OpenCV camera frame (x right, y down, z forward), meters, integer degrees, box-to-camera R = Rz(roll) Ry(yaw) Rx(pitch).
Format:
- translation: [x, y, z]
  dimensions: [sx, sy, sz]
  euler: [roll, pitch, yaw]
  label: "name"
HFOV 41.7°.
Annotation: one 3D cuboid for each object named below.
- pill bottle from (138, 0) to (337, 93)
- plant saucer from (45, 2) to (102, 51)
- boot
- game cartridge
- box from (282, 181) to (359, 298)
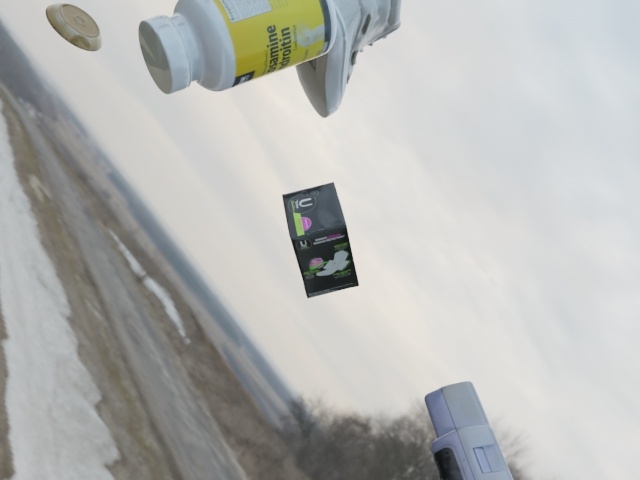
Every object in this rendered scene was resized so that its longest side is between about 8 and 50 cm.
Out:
- translation: [-0.083, -0.211, 0.848]
  dimensions: [0.103, 0.184, 0.103]
  euler: [47, -29, 37]
  label: "pill bottle"
- translation: [-0.319, -0.284, 1.104]
  dimensions: [0.083, 0.015, 0.083]
  euler: [35, 30, -24]
  label: "plant saucer"
- translation: [0.040, -0.242, 1.045]
  dimensions: [0.095, 0.123, 0.258]
  euler: [59, -10, 8]
  label: "boot"
- translation: [0.161, 0.303, 0.639]
  dimensions: [0.355, 0.068, 0.230]
  euler: [-104, 169, -55]
  label: "game cartridge"
- translation: [0.000, 0.000, 0.771]
  dimensions: [0.083, 0.052, 0.062]
  euler: [77, -1, -46]
  label: "box"
